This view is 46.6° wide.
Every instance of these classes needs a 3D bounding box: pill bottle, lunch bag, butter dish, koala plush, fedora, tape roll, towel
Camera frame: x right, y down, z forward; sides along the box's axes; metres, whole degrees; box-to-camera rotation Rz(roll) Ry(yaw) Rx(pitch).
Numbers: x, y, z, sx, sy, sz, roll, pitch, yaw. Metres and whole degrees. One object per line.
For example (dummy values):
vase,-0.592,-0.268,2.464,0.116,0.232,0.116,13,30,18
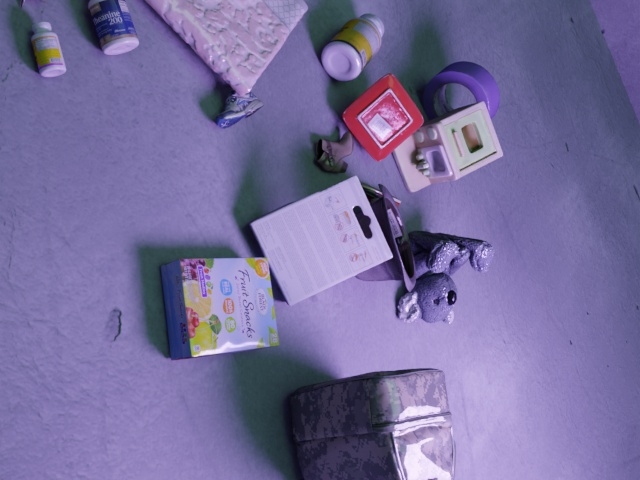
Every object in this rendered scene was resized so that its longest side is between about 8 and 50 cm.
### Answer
pill bottle,-0.453,-0.317,1.231,0.043,0.043,0.083,-13,88,-46
pill bottle,-0.372,-0.398,1.319,0.067,0.067,0.120,-21,94,-46
lunch bag,0.099,0.388,1.408,0.213,0.305,0.255,6,71,-42
butter dish,0.135,-0.300,1.777,0.160,0.118,0.160,-42,117,0
koala plush,0.276,0.096,1.784,0.196,0.203,0.221,1,99,-36
pill bottle,0.083,-0.467,1.773,0.103,0.103,0.184,53,47,-21
fedora,0.120,0.007,1.621,0.275,0.124,0.243,-5,78,-77
tape roll,0.375,-0.375,1.980,0.080,0.189,0.189,-44,110,-42
towel,-0.201,-0.503,1.510,0.332,0.053,0.317,44,51,-19

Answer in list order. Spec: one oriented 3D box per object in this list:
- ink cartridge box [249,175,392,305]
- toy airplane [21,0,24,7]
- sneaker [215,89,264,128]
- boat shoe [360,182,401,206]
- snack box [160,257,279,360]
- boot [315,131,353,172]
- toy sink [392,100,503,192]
ink cartridge box,0.000,0.000,1.491,0.232,0.066,0.189,-26,99,-6
toy airplane,-0.493,-0.462,1.244,0.151,0.028,0.151,16,67,-43
sneaker,-0.175,-0.270,1.503,0.058,0.052,0.135,55,38,-5
boat shoe,0.136,-0.099,1.765,0.137,0.049,0.043,21,103,-40
snack box,-0.181,0.121,1.363,0.207,0.070,0.174,0,78,-47
boot,0.030,-0.211,1.691,0.087,0.042,0.118,24,62,-36
toy sink,0.318,-0.234,1.866,0.234,0.131,0.152,-26,100,-24
